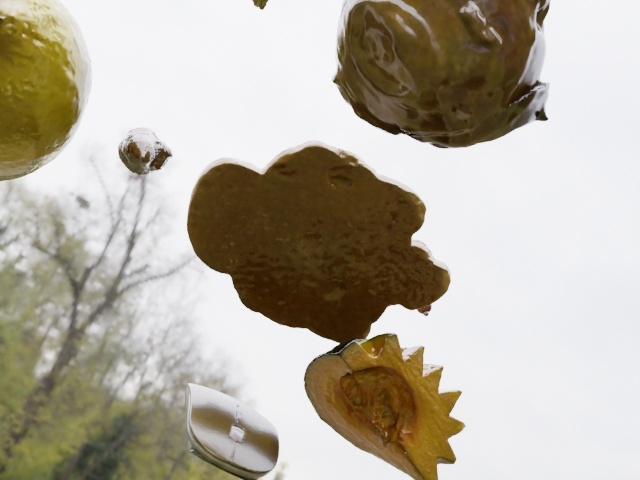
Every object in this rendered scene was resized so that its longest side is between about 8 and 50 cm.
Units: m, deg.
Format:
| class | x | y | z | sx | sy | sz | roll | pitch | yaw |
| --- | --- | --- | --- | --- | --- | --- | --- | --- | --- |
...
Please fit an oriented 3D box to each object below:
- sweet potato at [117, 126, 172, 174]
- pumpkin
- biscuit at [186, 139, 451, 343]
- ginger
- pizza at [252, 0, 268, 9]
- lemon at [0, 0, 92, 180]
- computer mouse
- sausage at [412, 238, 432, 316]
| class | x | y | z | sx | sy | sz | roll | pitch | yaw |
| --- | --- | --- | --- | --- | --- | --- | --- | --- | --- |
| sweet potato | -0.214 | -0.108 | 1.357 | 0.068 | 0.060 | 0.206 | 7 | 5 | -8 |
| pumpkin | 0.085 | 0.210 | 1.536 | 0.149 | 0.130 | 0.254 | -9 | -56 | 52 |
| biscuit | 0.000 | -0.002 | 1.535 | 0.376 | 0.269 | 0.051 | 21 | 22 | -2 |
| ginger | 0.114 | -0.212 | 1.187 | 0.269 | 0.200 | 0.223 | 36 | -32 | 55 |
| pizza | -0.083 | -0.358 | 1.536 | 0.083 | 0.078 | 0.025 | 2 | 6 | 32 |
| lemon | -0.388 | -0.186 | 1.318 | 0.263 | 0.236 | 0.236 | -3 | -32 | 41 |
| computer mouse | -0.118 | 0.235 | 1.421 | 0.126 | 0.056 | 0.245 | 27 | 4 | -9 |
| sausage | 0.153 | 0.037 | 1.883 | 0.029 | 0.223 | 0.029 | -8 | -38 | -7 |
